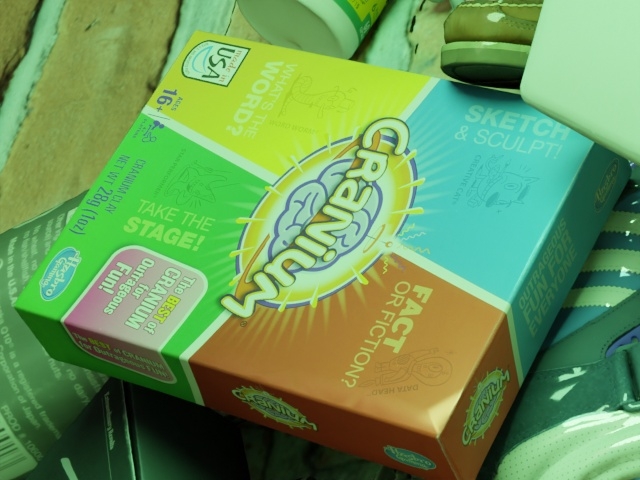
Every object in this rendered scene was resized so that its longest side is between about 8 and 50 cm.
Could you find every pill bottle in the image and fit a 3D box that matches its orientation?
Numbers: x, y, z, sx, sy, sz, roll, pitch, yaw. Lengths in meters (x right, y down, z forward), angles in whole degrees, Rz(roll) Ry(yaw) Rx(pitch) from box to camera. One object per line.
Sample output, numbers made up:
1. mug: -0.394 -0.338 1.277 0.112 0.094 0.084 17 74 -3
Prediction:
1. pill bottle: 0.027 -0.262 1.705 0.117 0.117 0.208 9 59 46
2. pill bottle: -0.118 0.050 1.441 0.361 0.204 0.204 -25 39 15

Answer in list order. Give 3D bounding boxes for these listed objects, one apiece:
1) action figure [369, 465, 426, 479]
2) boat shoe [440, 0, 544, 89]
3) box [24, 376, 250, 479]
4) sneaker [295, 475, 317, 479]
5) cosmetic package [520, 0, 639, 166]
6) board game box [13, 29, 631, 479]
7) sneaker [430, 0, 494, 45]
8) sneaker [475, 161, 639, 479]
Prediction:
1. action figure: 0.063 0.230 1.158 0.285 0.099 0.185 29 113 52
2. boat shoe: 0.191 -0.148 1.290 0.110 0.307 0.104 6 95 45
3. box: -0.144 0.216 1.324 0.207 0.108 0.153 -48 27 20
4. sneaker: -0.040 0.234 1.305 0.077 0.072 0.178 -16 37 45
5. cosmetic package: 0.371 -0.151 1.014 0.393 0.329 0.327 36 118 52
6. board game box: 0.000 0.000 1.233 0.316 0.064 0.242 14 61 31
7. sneaker: 0.165 -0.169 1.522 0.131 0.112 0.319 -53 33 19
8. sneaker: 0.222 0.066 1.216 0.322 0.130 0.236 -36 51 -9
